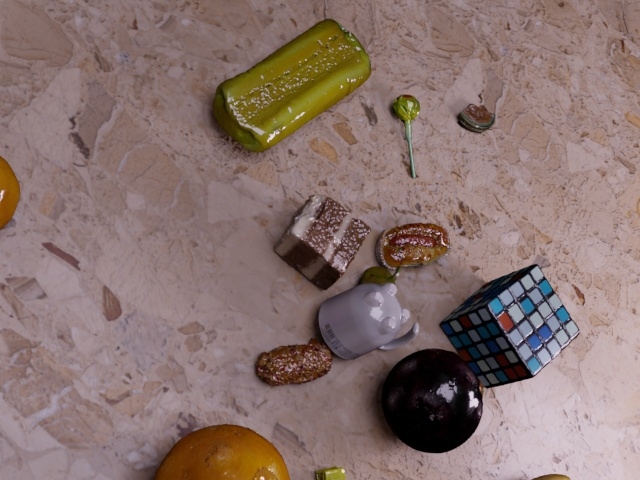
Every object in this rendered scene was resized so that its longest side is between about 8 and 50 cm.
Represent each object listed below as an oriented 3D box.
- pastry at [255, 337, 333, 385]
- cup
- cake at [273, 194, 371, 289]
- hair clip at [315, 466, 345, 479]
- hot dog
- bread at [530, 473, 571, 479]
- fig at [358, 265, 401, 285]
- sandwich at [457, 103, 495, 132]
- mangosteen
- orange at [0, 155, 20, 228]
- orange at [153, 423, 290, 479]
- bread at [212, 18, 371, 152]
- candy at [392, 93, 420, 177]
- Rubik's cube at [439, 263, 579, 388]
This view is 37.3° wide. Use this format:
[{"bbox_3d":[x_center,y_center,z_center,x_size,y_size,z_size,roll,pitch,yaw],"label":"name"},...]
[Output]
[{"bbox_3d":[-0.041,0.238,1.856,0.169,0.063,0.087,-12,76,-30],"label":"pastry"},{"bbox_3d":[0.105,0.168,1.888,0.173,0.142,0.134,54,38,-10],"label":"cup"},{"bbox_3d":[0.000,0.000,1.918,0.147,0.134,0.135,33,62,-4],"label":"cake"},{"bbox_3d":[0.038,0.522,1.817,0.072,0.046,0.173,-5,79,-24],"label":"hair clip"},{"bbox_3d":[0.205,0.011,2.059,0.192,0.053,0.099,-8,82,-26],"label":"hot dog"},{"bbox_3d":[0.491,0.602,1.991,0.147,0.098,0.217,-12,82,-30],"label":"bread"},{"bbox_3d":[0.126,0.094,1.965,0.082,0.098,0.084,43,59,-11],"label":"fig"},{"bbox_3d":[0.371,-0.291,2.253,0.101,0.026,0.069,17,68,-21],"label":"sandwich"},{"bbox_3d":[0.235,0.308,1.913,0.211,0.211,0.250,53,28,-3],"label":"mangosteen"},{"bbox_3d":[-0.599,-0.086,1.633,0.159,0.136,0.159,6,74,-23],"label":"orange"},{"bbox_3d":[-0.165,0.438,1.628,0.246,0.246,0.246,8,71,-25],"label":"orange"},{"bbox_3d":[-0.059,-0.323,1.995,0.383,0.112,0.166,-39,91,-30],"label":"bread"},{"bbox_3d":[0.200,-0.236,2.143,0.058,0.062,0.194,11,73,-71],"label":"candy"},{"bbox_3d":[0.405,0.187,2.030,0.184,0.182,0.187,-33,90,-31],"label":"Rubik's cube"}]
